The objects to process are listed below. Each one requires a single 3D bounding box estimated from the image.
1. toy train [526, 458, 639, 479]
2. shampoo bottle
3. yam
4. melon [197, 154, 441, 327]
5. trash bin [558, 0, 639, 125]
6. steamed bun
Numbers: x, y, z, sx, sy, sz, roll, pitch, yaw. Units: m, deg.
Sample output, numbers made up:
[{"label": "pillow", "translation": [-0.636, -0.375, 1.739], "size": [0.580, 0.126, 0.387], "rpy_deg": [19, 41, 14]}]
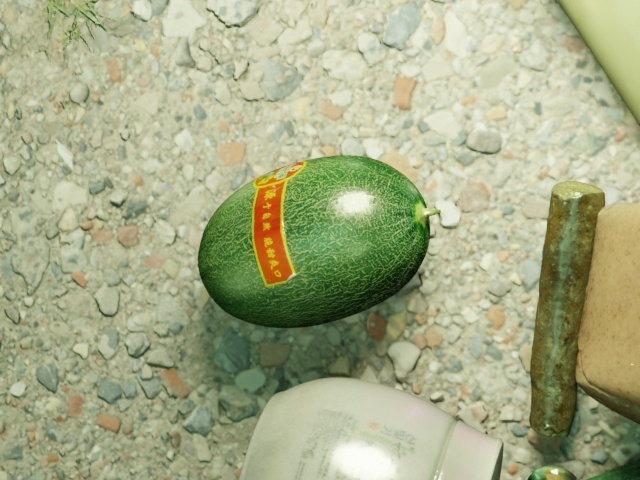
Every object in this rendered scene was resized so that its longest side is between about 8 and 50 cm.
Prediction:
[{"label": "toy train", "translation": [0.334, 0.306, 1.298], "size": [0.285, 0.116, 0.177], "rpy_deg": [-27, 99, 20]}, {"label": "shampoo bottle", "translation": [0.053, 0.292, 1.307], "size": [0.266, 0.273, 0.273], "rpy_deg": [15, 102, 10]}, {"label": "yam", "translation": [0.260, 0.074, 1.317], "size": [0.061, 0.061, 0.274], "rpy_deg": [9, 101, 19]}, {"label": "melon", "translation": [0.000, 0.000, 1.336], "size": [0.287, 0.182, 0.182], "rpy_deg": [-15, 91, 23]}, {"label": "trash bin", "translation": [0.351, -0.268, 1.205], "size": [0.243, 0.121, 0.247], "rpy_deg": [-31, 88, 21]}, {"label": "steamed bun", "translation": [0.398, 0.076, 1.158], "size": [0.301, 0.199, 0.251], "rpy_deg": [9, 78, 16]}]
